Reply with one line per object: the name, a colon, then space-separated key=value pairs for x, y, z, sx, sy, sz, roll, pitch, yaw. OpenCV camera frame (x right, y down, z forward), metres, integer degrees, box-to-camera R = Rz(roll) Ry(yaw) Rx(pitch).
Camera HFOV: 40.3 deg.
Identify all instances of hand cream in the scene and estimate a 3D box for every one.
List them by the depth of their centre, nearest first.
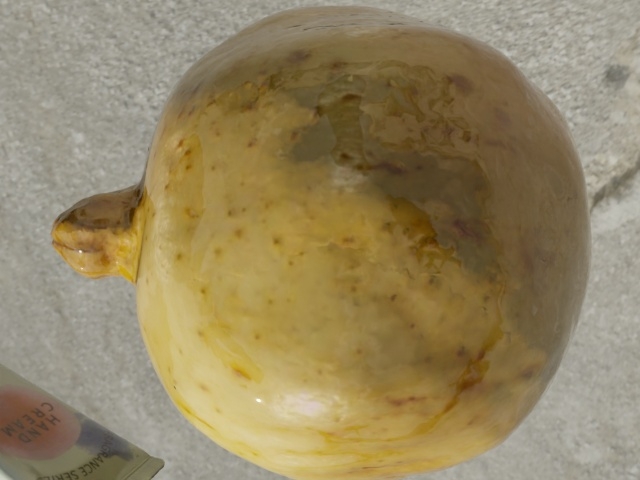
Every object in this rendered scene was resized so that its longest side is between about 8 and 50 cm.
hand cream: x=-0.301 y=0.133 z=0.748 sx=0.340 sy=0.124 sz=0.078 roll=26 pitch=109 yaw=12

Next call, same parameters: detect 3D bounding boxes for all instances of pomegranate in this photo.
pomegranate: x=0.000 y=0.000 z=0.687 sx=0.409 sy=0.410 sz=0.410 roll=12 pitch=116 yaw=26
